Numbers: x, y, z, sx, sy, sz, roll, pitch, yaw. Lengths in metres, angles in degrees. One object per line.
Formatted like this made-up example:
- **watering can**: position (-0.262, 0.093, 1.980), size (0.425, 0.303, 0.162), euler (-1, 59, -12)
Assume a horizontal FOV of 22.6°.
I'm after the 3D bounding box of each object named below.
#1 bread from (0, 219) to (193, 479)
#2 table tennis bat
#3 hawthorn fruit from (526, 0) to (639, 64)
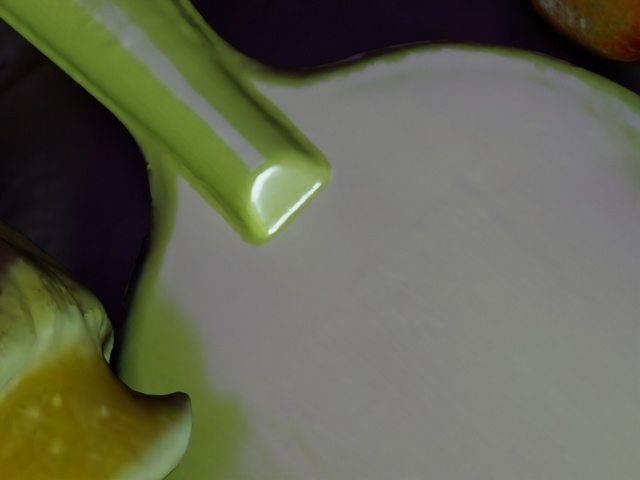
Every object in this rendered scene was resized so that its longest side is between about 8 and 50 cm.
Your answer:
- **bread**: position (-0.242, 0.054, 0.462), size (0.341, 0.210, 0.300), euler (42, 83, 14)
- **table tennis bat**: position (0.000, 0.000, 0.551), size (0.369, 0.054, 0.224), euler (44, 88, 7)
- **hawthorn fruit**: position (0.105, -0.099, 0.558), size (0.077, 0.077, 0.077), euler (0, 77, 2)
